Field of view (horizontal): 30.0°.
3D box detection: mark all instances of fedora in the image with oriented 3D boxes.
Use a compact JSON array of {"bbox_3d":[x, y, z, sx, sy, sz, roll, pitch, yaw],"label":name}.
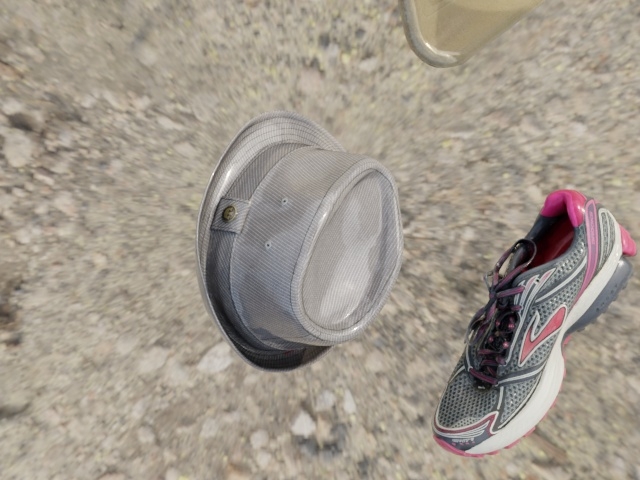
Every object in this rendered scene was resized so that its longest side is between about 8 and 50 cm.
[{"bbox_3d":[0.000,0.000,1.206,0.243,0.124,0.275,43,62,-35],"label":"fedora"}]

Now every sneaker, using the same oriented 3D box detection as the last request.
[{"bbox_3d":[0.199,0.083,1.225,0.112,0.121,0.299,40,78,-39],"label":"sneaker"}]

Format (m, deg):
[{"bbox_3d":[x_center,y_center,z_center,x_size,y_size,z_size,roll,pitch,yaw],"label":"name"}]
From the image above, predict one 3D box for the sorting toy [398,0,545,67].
[{"bbox_3d":[0.106,-0.259,0.722,0.041,0.307,0.229,0,116,37],"label":"sorting toy"}]
